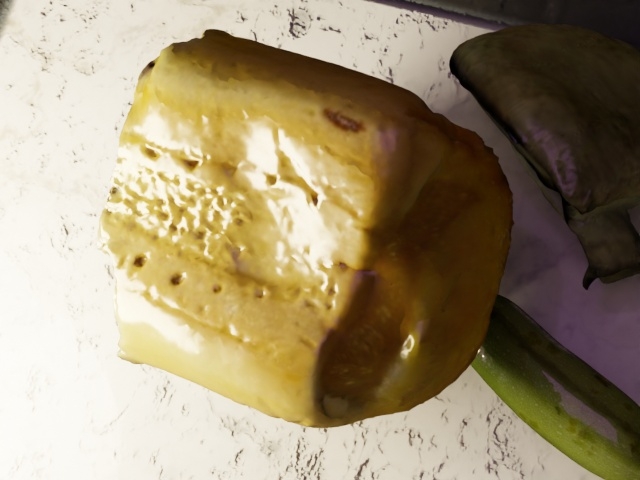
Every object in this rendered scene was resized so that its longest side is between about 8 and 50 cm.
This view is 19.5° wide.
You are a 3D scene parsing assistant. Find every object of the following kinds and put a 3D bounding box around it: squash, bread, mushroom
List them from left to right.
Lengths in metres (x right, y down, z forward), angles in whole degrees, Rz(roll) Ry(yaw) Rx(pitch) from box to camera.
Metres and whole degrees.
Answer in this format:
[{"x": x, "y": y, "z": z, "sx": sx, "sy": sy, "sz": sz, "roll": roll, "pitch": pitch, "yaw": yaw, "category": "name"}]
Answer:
[{"x": 0.000, "y": 0.000, "z": 1.885, "sx": 0.394, "sy": 0.250, "sz": 0.361, "roll": 19, "pitch": 101, "yaw": 29, "category": "bread"}, {"x": 0.255, "y": 0.167, "z": 1.868, "sx": 0.341, "sy": 0.094, "sz": 0.094, "roll": 42, "pitch": 89, "yaw": 22, "category": "squash"}, {"x": 0.270, "y": -0.116, "z": 1.877, "sx": 0.212, "sy": 0.217, "sz": 0.292, "roll": -23, "pitch": 69, "yaw": 5, "category": "mushroom"}]
